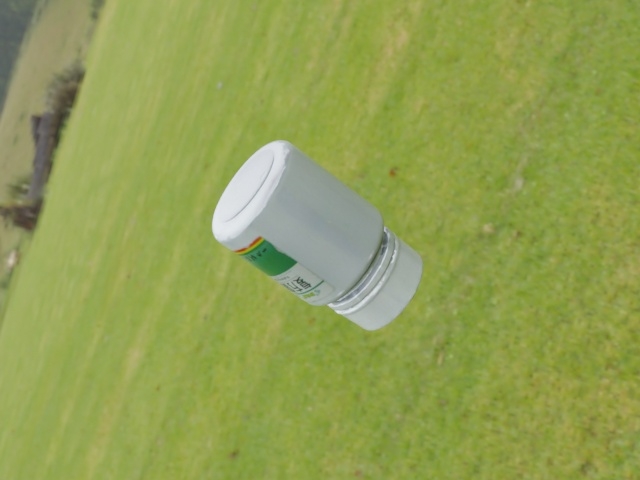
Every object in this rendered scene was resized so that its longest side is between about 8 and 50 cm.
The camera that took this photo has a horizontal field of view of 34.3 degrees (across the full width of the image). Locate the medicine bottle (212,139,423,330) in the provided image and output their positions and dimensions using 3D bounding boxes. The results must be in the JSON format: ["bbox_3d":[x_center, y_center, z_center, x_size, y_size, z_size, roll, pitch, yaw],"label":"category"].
[{"bbox_3d":[0.000,0.000,0.690,0.080,0.130,0.080,-42,25,25],"label":"medicine bottle"}]
